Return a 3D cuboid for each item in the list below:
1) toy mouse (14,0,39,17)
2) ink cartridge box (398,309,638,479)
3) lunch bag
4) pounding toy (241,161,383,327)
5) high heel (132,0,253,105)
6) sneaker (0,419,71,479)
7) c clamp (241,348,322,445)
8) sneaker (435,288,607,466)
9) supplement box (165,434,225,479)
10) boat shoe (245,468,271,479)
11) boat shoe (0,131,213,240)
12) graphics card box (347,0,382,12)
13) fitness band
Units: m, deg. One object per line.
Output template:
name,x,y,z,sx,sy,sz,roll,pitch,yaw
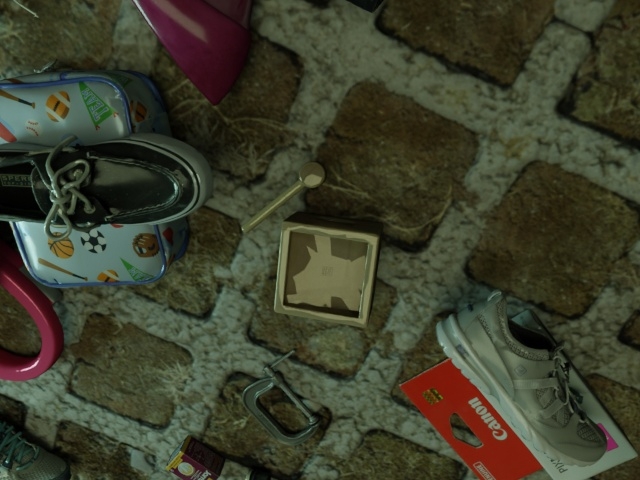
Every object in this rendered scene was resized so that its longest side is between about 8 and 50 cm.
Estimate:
toy mouse,-0.453,-0.324,0.677,0.143,0.031,0.161,-25,106,16
ink cartridge box,0.295,0.272,0.810,0.239,0.060,0.275,-36,103,18
lunch bag,-0.319,-0.085,0.716,0.243,0.115,0.303,-1,112,10
pounding toy,-0.009,-0.007,0.722,0.181,0.094,0.205,8,103,9
high heel,-0.261,-0.299,0.607,0.378,0.127,0.181,19,104,-4
sneaker,-0.582,0.376,0.937,0.283,0.110,0.122,15,110,1
c clamp,-0.056,0.270,0.872,0.137,0.022,0.160,-29,105,17
sneaker,0.284,0.182,0.687,0.281,0.105,0.115,42,111,-9
supplement box,-0.219,0.392,0.931,0.083,0.043,0.055,36,110,-8
boat shoe,-0.106,0.469,0.944,0.042,0.049,0.132,4,108,14
boat shoe,-0.279,-0.062,0.598,0.307,0.105,0.113,7,115,9
graphics card box,-0.058,-0.412,0.498,0.371,0.094,0.232,28,138,3
fitness band,-0.541,0.103,0.850,0.209,0.054,0.291,-40,101,20
